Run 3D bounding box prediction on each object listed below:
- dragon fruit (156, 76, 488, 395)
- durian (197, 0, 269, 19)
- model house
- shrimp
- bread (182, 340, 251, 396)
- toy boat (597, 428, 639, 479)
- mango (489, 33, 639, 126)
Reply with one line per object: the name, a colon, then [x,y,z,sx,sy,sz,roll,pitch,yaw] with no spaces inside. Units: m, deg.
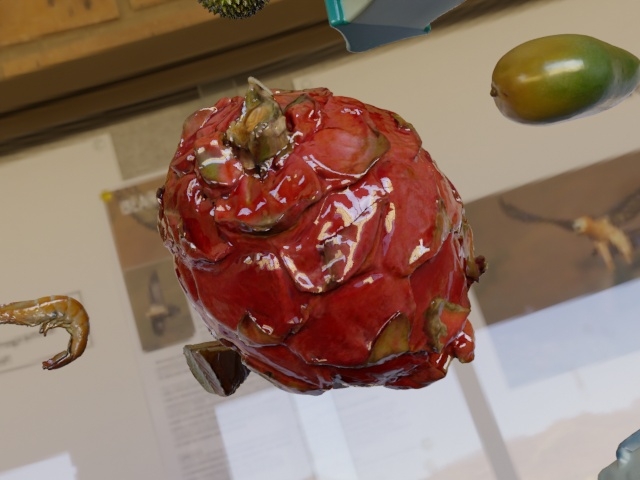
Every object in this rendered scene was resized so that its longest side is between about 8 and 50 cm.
dragon fruit: [0.000,0.000,0.973,0.277,0.277,0.342,-22,-53,14]
durian: [-0.136,-0.461,1.728,0.198,0.159,0.146,-58,-13,21]
model house: [0.063,-0.265,1.061,0.127,0.101,0.149,-2,-18,-33]
shrimp: [-0.320,0.101,1.153,0.127,0.091,0.025,5,18,-14]
bread: [-0.109,0.139,1.136,0.043,0.062,0.109,9,3,33]
toy boat: [0.315,0.292,0.893,0.133,0.332,0.145,28,-50,-18]
mango: [0.331,-0.217,1.392,0.251,0.114,0.156,-18,-7,-44]
